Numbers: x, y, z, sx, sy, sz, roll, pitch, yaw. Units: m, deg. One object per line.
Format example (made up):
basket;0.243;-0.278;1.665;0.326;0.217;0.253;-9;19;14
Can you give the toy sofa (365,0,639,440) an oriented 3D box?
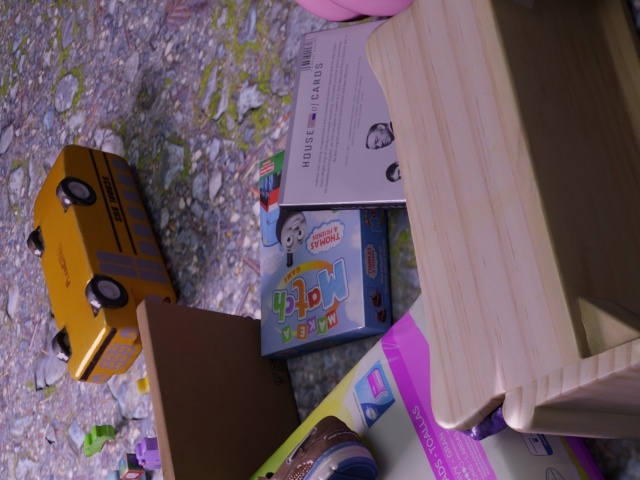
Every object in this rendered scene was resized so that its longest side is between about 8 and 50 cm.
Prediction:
toy sofa;0.164;-0.042;0.731;0.177;0.150;0.362;-36;54;44

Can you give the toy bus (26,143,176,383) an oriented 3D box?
toy bus;-0.276;0.025;1.297;0.108;0.130;0.332;-53;43;27

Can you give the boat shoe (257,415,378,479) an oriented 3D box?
boat shoe;-0.023;0.215;0.814;0.183;0.066;0.066;-51;37;17

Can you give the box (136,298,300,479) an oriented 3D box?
box;-0.091;0.156;0.991;0.021;0.164;0.201;-41;50;35

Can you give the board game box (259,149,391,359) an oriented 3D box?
board game box;0.000;0.000;1.023;0.160;0.039;0.211;-22;64;47

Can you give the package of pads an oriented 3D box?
package of pads;0.076;0.210;0.815;0.296;0.101;0.229;-51;43;31

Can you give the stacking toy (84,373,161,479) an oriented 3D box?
stacking toy;-0.213;0.269;1.219;0.221;0.052;0.167;-45;46;38

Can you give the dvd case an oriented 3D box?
dvd case;0.067;-0.117;0.936;0.239;0.030;0.179;0;78;41

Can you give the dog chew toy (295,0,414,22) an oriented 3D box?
dog chew toy;0.059;-0.293;0.905;0.332;0.207;0.206;158;118;-65
